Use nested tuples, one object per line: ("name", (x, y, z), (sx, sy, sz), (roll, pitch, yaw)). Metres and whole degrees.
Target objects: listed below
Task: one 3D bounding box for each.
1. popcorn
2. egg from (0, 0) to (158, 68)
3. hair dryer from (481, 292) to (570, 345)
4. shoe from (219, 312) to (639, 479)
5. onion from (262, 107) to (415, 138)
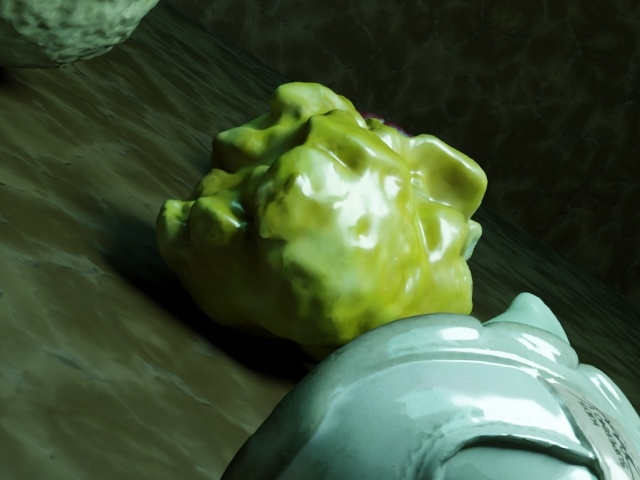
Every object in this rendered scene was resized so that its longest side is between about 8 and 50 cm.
("popcorn", (0.003, -0.002, 0.958), (0.253, 0.191, 0.190), (33, -21, -34))
("egg", (-0.254, -0.268, 1.096), (0.310, 0.279, 0.279), (10, -5, 30))
("hair dryer", (0.134, 0.159, 0.861), (0.206, 0.075, 0.237), (-18, 70, -41))
("shoe", (0.124, 0.172, 0.568), (0.351, 0.172, 0.198), (29, 15, -28))
("onion", (0.031, -0.056, 1.360), (0.248, 0.161, 0.248), (41, 0, 0))
